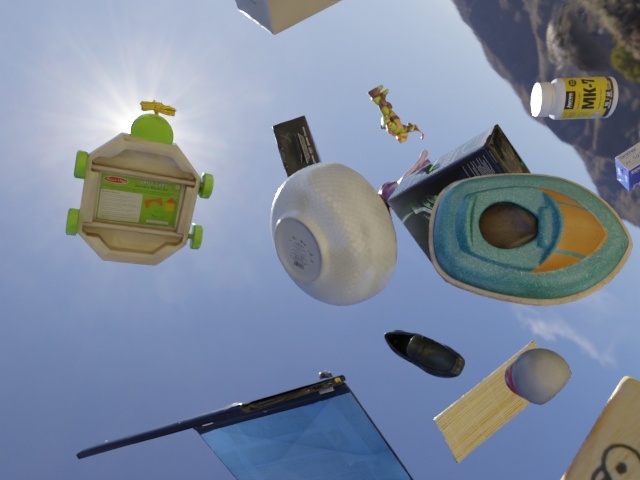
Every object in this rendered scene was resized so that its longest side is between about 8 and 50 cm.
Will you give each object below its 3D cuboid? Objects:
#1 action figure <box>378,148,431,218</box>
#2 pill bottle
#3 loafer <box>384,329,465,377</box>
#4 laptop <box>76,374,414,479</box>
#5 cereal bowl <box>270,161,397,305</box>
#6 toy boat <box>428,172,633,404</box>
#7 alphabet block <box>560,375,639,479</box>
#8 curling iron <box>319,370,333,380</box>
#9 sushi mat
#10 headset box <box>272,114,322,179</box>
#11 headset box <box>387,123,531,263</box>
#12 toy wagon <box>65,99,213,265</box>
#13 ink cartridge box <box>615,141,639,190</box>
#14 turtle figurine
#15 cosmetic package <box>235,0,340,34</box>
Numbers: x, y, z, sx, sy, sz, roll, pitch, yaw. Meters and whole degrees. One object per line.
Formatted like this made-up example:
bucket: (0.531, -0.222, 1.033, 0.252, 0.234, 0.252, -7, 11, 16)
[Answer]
action figure: (0.276, -0.143, 1.800, 0.275, 0.248, 0.370, 47, 169, -24)
pill bottle: (0.737, -0.415, 1.520, 0.209, 0.119, 0.119, -1, -139, 5)
loafer: (0.231, 0.257, 1.192, 0.078, 0.223, 0.076, 31, -101, -31)
laptop: (-0.111, 0.397, 0.900, 0.408, 0.382, 0.236, 8, -119, -57)
cereal bowl: (0.000, 0.000, 1.172, 0.141, 0.339, 0.339, -24, -108, -40)
toy boat: (0.280, 0.053, 0.692, 0.148, 0.268, 0.318, 60, -148, -71)
alphabet block: (0.415, 0.304, 0.590, 0.193, 0.197, 0.192, 32, 178, -37)
curling iron: (0.058, 0.416, 1.354, 0.068, 0.035, 0.274, 57, 177, 45)
sushi mat: (0.418, 0.382, 1.234, 0.151, 0.317, 0.019, 60, 169, -19)
headset box: (-0.047, -0.226, 1.610, 0.293, 0.110, 0.218, 61, -169, -69)
headset box: (0.326, -0.069, 1.156, 0.246, 0.283, 0.131, 51, -141, -10)
toy wagon: (-0.359, -0.115, 1.063, 0.267, 0.344, 0.068, 8, -162, -26)
ink cartridge box: (0.729, -0.197, 1.089, 0.097, 0.207, 0.046, 38, -157, -52)
turtle figurine: (0.246, -0.409, 1.761, 0.270, 0.087, 0.217, -11, -109, -53)
cosmetic package: (0.014, -0.454, 0.763, 0.309, 0.160, 0.113, -34, -123, -16)
